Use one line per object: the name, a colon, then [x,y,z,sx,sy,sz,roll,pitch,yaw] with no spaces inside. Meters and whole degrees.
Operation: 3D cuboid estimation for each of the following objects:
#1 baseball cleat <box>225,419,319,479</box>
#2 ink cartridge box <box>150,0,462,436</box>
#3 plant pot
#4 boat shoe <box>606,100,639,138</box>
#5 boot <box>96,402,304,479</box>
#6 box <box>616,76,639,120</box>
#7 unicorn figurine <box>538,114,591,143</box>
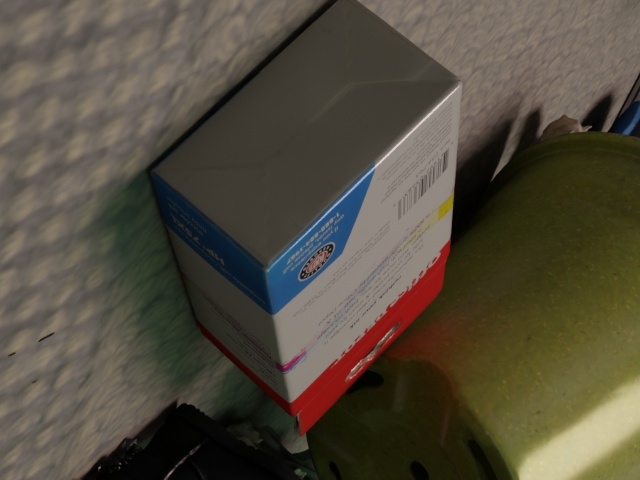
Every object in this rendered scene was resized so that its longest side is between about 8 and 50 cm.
baseball cleat: [-0.045,0.185,0.964,0.109,0.072,0.206,-41,154,3]
ink cartridge box: [0.000,0.000,0.723,0.134,0.078,0.231,-44,159,-18]
plant pot: [0.136,0.098,0.927,0.254,0.276,0.276,-29,151,-38]
boat shoe: [0.249,-0.012,1.219,0.109,0.089,0.258,-52,170,-42]
boot: [-0.071,0.154,0.785,0.099,0.121,0.045,-44,158,-37]
box: [0.329,-0.030,1.266,0.087,0.169,0.290,-33,154,-42]
unicorn figurine: [0.182,-0.050,1.065,0.162,0.060,0.111,-61,166,-69]
